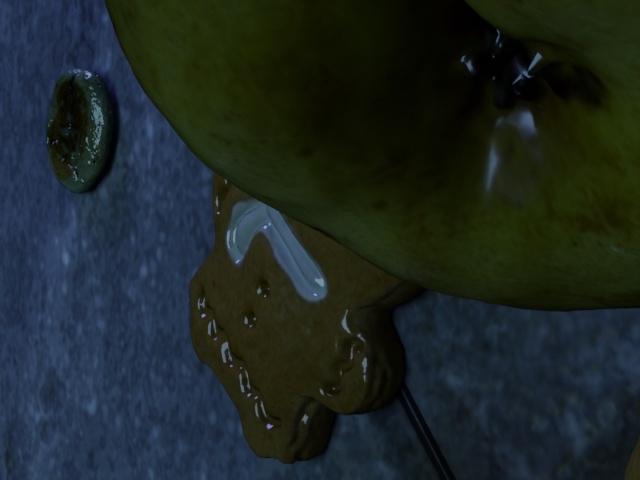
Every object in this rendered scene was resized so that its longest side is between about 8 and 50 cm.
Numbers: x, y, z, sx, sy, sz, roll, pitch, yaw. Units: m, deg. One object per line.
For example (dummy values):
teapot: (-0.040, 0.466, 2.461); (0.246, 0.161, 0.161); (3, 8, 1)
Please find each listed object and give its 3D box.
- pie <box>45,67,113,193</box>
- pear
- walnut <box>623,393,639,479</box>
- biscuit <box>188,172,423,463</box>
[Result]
pie: (-0.161, -0.073, 1.075); (0.085, 0.017, 0.085); (1, 91, 54)
pear: (0.085, -0.130, 0.530); (0.304, 0.304, 0.304); (1, 91, 53)
walnut: (0.185, 0.079, 0.505); (0.206, 0.159, 0.159); (8, 96, 54)
biscuit: (-0.002, 0.000, 0.852); (0.184, 0.035, 0.249); (59, 133, 34)
